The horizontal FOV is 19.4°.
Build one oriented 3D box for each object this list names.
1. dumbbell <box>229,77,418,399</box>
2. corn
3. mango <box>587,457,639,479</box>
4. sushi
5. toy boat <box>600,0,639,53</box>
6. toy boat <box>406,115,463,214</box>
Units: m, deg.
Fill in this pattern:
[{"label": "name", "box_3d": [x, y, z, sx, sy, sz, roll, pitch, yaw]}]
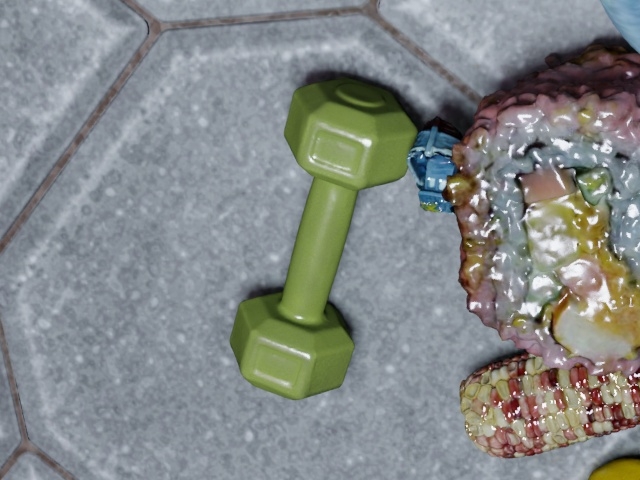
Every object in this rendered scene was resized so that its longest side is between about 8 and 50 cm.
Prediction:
[{"label": "dumbbell", "box_3d": [0.000, 0.000, 1.732, 0.121, 0.108, 0.302, 18, 116, 8]}, {"label": "corn", "box_3d": [0.267, 0.126, 1.713, 0.290, 0.098, 0.098, -20, 105, 19]}, {"label": "mango", "box_3d": [0.326, 0.288, 1.761, 0.195, 0.098, 0.137, 41, 120, 3]}, {"label": "sushi", "box_3d": [0.241, -0.024, 1.619, 0.237, 0.171, 0.270, -5, 112, 17]}, {"label": "toy boat", "box_3d": [0.312, -0.180, 1.451, 0.215, 0.330, 0.123, 8, 79, 19]}, {"label": "toy boat", "box_3d": [0.108, -0.058, 1.669, 0.060, 0.060, 0.137, 8, 155, 14]}]
